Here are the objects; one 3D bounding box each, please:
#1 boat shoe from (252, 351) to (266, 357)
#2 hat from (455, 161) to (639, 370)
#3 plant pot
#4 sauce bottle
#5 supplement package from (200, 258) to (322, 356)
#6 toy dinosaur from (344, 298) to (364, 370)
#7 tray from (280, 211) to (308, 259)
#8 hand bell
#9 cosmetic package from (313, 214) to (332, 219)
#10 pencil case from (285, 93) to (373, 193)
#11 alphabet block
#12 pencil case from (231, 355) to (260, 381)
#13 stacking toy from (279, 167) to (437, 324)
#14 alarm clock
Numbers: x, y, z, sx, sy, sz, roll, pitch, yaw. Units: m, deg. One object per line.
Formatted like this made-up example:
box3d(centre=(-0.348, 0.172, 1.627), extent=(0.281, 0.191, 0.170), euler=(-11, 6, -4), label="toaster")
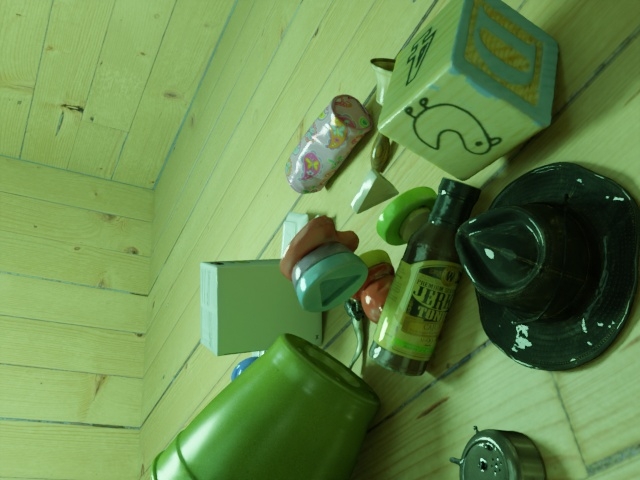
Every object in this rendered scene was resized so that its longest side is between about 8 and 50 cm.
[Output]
box3d(centre=(-0.188, 0.248, 1.873), extent=(0.095, 0.084, 0.258), euler=(-50, 36, 45), label="boat shoe")
box3d(centre=(0.279, 0.023, 0.937), extent=(0.331, 0.134, 0.331), euler=(-37, 47, 55), label="hat")
box3d(centre=(-0.074, 0.386, 1.271), extent=(0.353, 0.366, 0.366), euler=(-55, 27, 1), label="plant pot")
box3d(centre=(0.185, 0.061, 1.139), extent=(0.111, 0.111, 0.344), euler=(35, 109, 64), label="sauce bottle")
box3d(centre=(-0.142, 0.150, 1.570), extent=(0.145, 0.262, 0.203), euler=(-170, 80, -64), label="supplement package")
box3d(centre=(0.076, 0.135, 1.400), extent=(0.118, 0.064, 0.268), euler=(117, 153, -59), label="toy dinosaur")
box3d(centre=(-0.079, 0.060, 1.747), extent=(0.145, 0.030, 0.270), euler=(-168, 82, -67), label="tray")
box3d(centre=(0.145, -0.259, 1.422), extent=(0.126, 0.126, 0.242), euler=(-119, 34, -55), label="hand bell")
box3d(centre=(0.000, 0.000, 1.643), extent=(0.060, 0.041, 0.115), euler=(-39, 45, 55), label="cosmetic package")
box3d(centre=(0.015, -0.233, 1.636), extent=(0.284, 0.124, 0.124), euler=(-50, 36, 47), label="pencil case")
box3d(centre=(0.234, -0.246, 1.047), extent=(0.197, 0.192, 0.193), euler=(-38, 27, 55), label="alphabet block")
box3d(centre=(-0.160, 0.443, 1.678), extent=(0.133, 0.119, 0.306), euler=(-40, 38, 17), label="pencil case")
box3d(centre=(0.105, 0.034, 1.167), extent=(0.279, 0.309, 0.130), euler=(-48, 56, 21), label="stacking toy")
box3d(centre=(0.261, 0.335, 0.916), extent=(0.192, 0.064, 0.129), euler=(0, 78, 61), label="alarm clock")
